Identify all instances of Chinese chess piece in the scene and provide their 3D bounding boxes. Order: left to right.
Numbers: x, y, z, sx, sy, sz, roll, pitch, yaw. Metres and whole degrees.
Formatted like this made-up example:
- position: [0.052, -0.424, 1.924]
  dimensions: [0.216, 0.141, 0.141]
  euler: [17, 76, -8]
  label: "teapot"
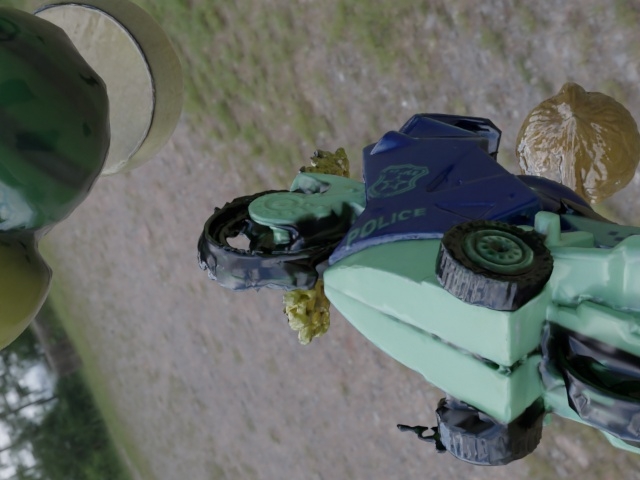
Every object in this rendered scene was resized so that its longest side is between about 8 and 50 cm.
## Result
- position: [-0.308, -0.209, 1.423]
  dimensions: [0.250, 0.249, 0.103]
  euler: [69, -159, -7]
  label: "Chinese chess piece"

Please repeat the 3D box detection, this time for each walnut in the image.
- position: [0.213, -0.078, 0.872]
  dimensions: [0.105, 0.105, 0.124]
  euler: [59, 180, 23]
  label: "walnut"

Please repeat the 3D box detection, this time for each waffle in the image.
- position: [-0.004, 0.000, 1.547]
  dimensions: [0.312, 0.060, 0.307]
  euler: [63, -145, -77]
  label: "waffle"

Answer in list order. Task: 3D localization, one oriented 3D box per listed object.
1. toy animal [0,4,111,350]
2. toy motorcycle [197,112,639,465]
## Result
- position: [-0.282, -0.011, 0.763]
  dimensions: [0.191, 0.338, 0.216]
  euler: [40, 173, -28]
  label: "toy animal"
- position: [0.098, 0.012, 0.538]
  dimensions: [0.331, 0.196, 0.125]
  euler: [18, 125, 38]
  label: "toy motorcycle"
